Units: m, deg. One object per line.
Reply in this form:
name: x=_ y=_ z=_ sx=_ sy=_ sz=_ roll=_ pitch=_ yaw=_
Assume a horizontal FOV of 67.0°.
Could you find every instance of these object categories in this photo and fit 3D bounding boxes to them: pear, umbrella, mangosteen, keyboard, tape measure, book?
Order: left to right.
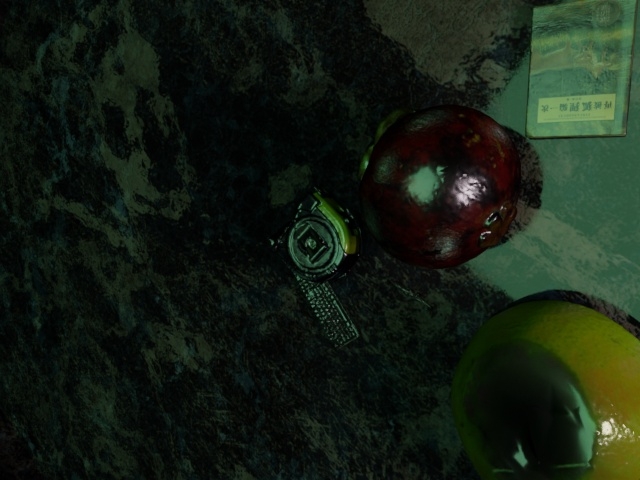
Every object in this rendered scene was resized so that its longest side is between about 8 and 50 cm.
tape measure: x=0.000 y=0.000 z=1.084 sx=0.186 sy=0.112 sz=0.199 roll=45 pitch=111 yaw=15
keyboard: x=0.007 y=0.143 z=1.150 sx=0.072 sy=0.023 sz=0.231 roll=-37 pitch=76 yaw=26
umbrella: x=0.189 y=0.110 z=1.040 sx=0.122 sy=0.013 sz=0.022 roll=38 pitch=135 yaw=21
mangosteen: x=0.201 y=-0.100 z=0.860 sx=0.310 sy=0.311 sz=0.312 roll=4 pitch=97 yaw=31
pear: x=0.369 y=0.298 z=0.798 sx=0.398 sy=0.165 sz=0.400 roll=-5 pitch=84 yaw=46
book: x=0.444 y=-0.294 z=0.833 sx=0.160 sy=0.024 sz=0.229 roll=5 pitch=97 yaw=29
